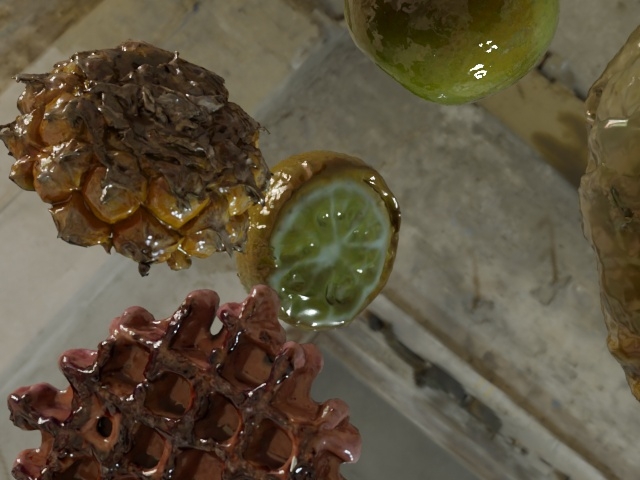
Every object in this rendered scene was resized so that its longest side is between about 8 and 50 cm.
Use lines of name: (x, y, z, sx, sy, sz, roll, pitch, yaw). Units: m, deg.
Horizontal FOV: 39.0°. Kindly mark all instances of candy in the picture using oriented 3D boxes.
candy: (0.000, 0.000, 1.265, 0.118, 0.260, 0.260, 20, 153, 46)

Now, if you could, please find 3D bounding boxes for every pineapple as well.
pineapple: (-0.123, -0.074, 0.667, 0.225, 0.225, 0.076, 40, 134, 0)

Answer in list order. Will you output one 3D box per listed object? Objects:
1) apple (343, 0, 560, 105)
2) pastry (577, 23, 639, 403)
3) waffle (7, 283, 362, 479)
apple: (0.111, -0.206, 0.789, 0.196, 0.157, 0.196, 38, -167, -10)
pastry: (0.273, -0.004, 0.397, 0.330, 0.136, 0.329, 5, 117, 10)
waffle: (-0.086, 0.145, 0.544, 0.221, 0.234, 0.055, 69, -167, 12)
